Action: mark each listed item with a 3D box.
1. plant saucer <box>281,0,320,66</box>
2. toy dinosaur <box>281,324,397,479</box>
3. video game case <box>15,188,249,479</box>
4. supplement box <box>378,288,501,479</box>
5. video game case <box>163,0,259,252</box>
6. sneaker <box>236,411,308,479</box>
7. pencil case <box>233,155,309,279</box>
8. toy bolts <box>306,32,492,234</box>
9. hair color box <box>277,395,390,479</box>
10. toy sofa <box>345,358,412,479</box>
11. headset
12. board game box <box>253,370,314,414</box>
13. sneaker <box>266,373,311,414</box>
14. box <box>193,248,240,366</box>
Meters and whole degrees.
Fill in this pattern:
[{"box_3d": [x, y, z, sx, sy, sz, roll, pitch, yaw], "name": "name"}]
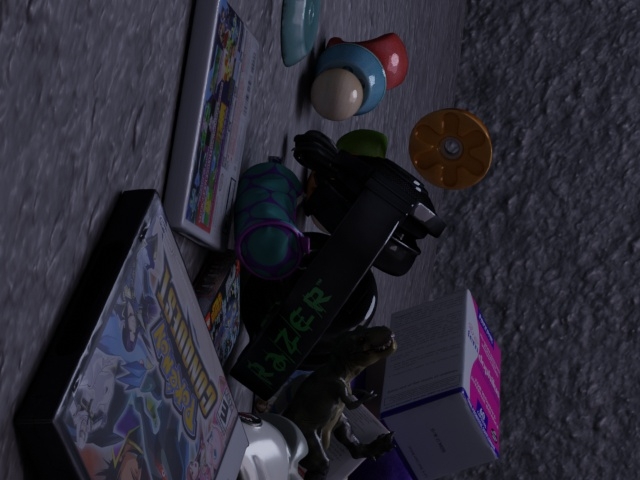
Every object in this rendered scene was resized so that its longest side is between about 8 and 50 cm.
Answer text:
[{"box_3d": [-0.019, -0.243, 1.876, 0.119, 0.021, 0.119, 7, 90, -80], "name": "plant saucer"}, {"box_3d": [-0.002, 0.195, 1.663, 0.268, 0.118, 0.064, -49, -162, 6], "name": "toy dinosaur"}, {"box_3d": [-0.129, 0.144, 1.308, 0.248, 0.035, 0.275, -72, 153, -48], "name": "video game case"}, {"box_3d": [0.148, 0.175, 2.141, 0.111, 0.114, 0.220, 61, 19, -27], "name": "supplement box"}, {"box_3d": [-0.094, -0.099, 1.536, 0.183, 0.023, 0.201, 41, 57, -79], "name": "video game case"}, {"box_3d": [-0.110, 0.311, 1.537, 0.146, 0.122, 0.331, 15, 83, -62], "name": "sneaker"}, {"box_3d": [-0.046, -0.021, 1.642, 0.152, 0.070, 0.064, -93, 180, -65], "name": "pencil case"}, {"box_3d": [0.071, -0.122, 2.033, 0.158, 0.218, 0.228, -52, 131, -60], "name": "toy bolts"}, {"box_3d": [-0.024, 0.217, 1.721, 0.167, 0.093, 0.053, -43, 174, -13], "name": "hair color box"}, {"box_3d": [0.031, 0.261, 2.077, 0.362, 0.177, 0.150, -59, 153, -67], "name": "toy sofa"}, {"box_3d": [0.000, 0.000, 1.762, 0.243, 0.185, 0.394, -54, 179, 27], "name": "headset"}, {"box_3d": [-0.025, 0.160, 1.923, 0.020, 0.090, 0.090, -49, 145, -80], "name": "board game box"}, {"box_3d": [-0.047, 0.256, 1.783, 0.126, 0.091, 0.240, -41, 151, -66], "name": "sneaker"}, {"box_3d": [-0.102, 0.078, 1.603, 0.137, 0.027, 0.094, -66, 160, -60], "name": "box"}]
